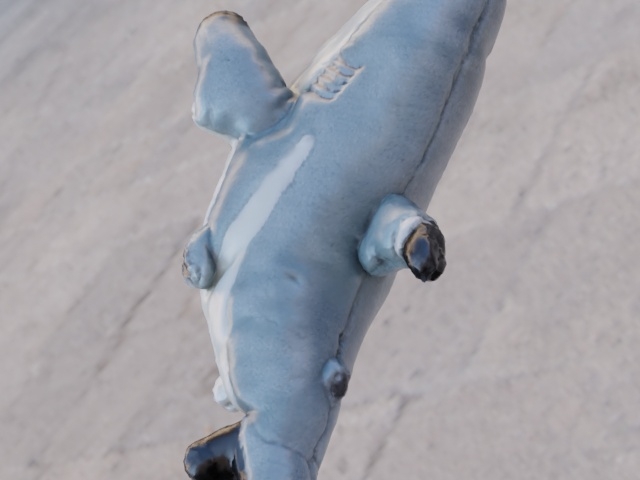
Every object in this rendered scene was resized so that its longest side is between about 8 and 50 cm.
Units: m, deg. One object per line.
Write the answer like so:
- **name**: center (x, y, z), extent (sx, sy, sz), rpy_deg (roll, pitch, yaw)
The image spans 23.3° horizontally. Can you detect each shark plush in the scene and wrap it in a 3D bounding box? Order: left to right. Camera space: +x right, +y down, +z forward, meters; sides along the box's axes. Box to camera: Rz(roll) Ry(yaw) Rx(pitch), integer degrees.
- **shark plush**: center (0.000, 0.000, 0.342), extent (0.067, 0.073, 0.161), rpy_deg (-15, 38, 40)
